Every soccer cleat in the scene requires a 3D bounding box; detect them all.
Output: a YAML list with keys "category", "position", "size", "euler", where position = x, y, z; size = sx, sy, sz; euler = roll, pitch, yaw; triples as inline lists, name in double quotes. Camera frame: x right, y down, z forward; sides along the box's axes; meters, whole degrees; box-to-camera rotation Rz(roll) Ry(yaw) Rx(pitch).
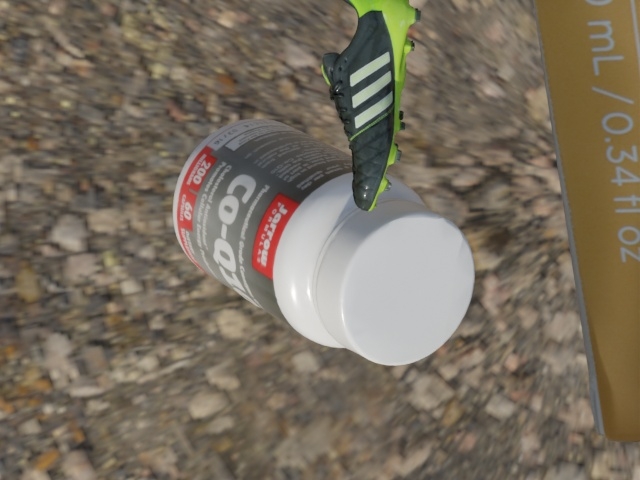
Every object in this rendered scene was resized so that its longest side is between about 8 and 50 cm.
- category: "soccer cleat"
  position: [0.033, -0.114, 1.545]
  size: [0.072, 0.060, 0.179]
  euler: [7, 95, -3]

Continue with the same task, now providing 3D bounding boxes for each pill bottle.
- category: "pill bottle"
  position: [0.000, 0.000, 1.727]
  size: [0.161, 0.283, 0.161]
  euler: [-11, 113, -29]

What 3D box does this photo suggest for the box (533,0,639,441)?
- category: "box"
  position: [0.242, -0.078, 0.548]
  size: [0.345, 0.168, 0.215]
  euler: [-4, 125, 17]
